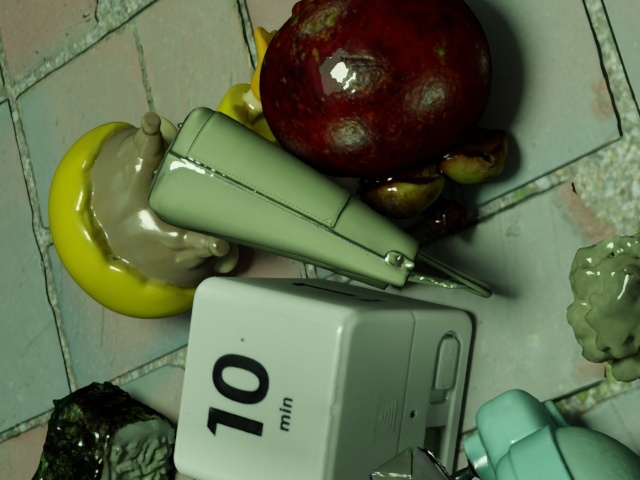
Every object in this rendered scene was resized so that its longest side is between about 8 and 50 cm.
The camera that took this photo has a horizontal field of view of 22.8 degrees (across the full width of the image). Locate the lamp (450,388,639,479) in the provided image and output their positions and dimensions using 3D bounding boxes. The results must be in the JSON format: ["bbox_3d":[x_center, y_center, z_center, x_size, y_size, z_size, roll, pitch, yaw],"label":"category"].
[{"bbox_3d":[0.212,0.233,1.297,0.147,0.209,0.284,-41,39,-8],"label":"lamp"}]

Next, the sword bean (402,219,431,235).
[{"bbox_3d":[0.077,-0.006,1.544,0.083,0.012,0.012,-21,75,38],"label":"sword bean"}]

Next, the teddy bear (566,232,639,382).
[{"bbox_3d":[0.404,0.107,1.123,0.368,0.224,0.357,-18,94,38],"label":"teddy bear"}]

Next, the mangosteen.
[{"bbox_3d":[0.069,-0.122,1.446,0.215,0.215,0.257,-28,101,38],"label":"mangosteen"}]

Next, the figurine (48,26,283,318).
[{"bbox_3d":[-0.131,-0.063,1.631,0.344,0.187,0.215,-36,77,28],"label":"figurine"}]

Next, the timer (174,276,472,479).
[{"bbox_3d":[0.002,0.143,1.481,0.195,0.194,0.192,11,96,40],"label":"timer"}]

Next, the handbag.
[{"bbox_3d":[0.000,0.000,1.425,0.315,0.241,0.109,29,88,-1],"label":"handbag"}]

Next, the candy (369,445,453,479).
[{"bbox_3d":[0.095,0.293,1.369,0.088,0.061,0.312,51,161,34],"label":"candy"}]

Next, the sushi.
[{"bbox_3d":[-0.242,0.271,1.742,0.127,0.124,0.225,23,109,40],"label":"sushi"}]
